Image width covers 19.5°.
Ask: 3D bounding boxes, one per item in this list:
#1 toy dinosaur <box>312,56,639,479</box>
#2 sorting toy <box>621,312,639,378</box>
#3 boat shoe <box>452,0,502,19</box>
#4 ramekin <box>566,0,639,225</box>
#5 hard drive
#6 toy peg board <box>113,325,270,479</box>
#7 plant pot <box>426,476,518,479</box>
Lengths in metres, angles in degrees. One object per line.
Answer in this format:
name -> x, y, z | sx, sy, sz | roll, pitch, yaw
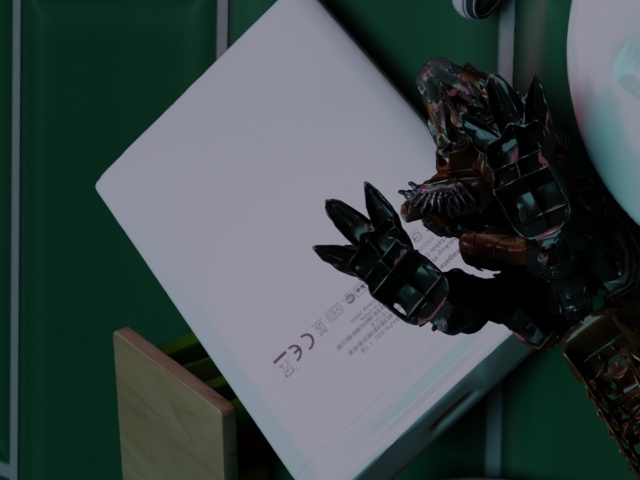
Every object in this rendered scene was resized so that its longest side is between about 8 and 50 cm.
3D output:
toy dinosaur -> 0.140, 0.001, 1.155 | 0.322, 0.218, 0.164 | 40, 100, 37
sorting toy -> 0.227, 0.090, 1.191 | 0.061, 0.042, 0.102 | -32, 56, 30
boat shoe -> 0.135, -0.207, 1.267 | 0.040, 0.049, 0.142 | 49, 125, 35
ramekin -> 0.269, -0.111, 1.047 | 0.277, 0.135, 0.277 | 5, 96, 49
hard drive -> 0.000, 0.000, 1.370 | 0.233, 0.047, 0.353 | -44, 56, 9
toy peg board -> -0.095, 0.163, 1.562 | 0.161, 0.079, 0.160 | 32, 132, 45
plant pot -> 0.075, 0.314, 1.256 | 0.263, 0.263, 0.229 | 1, 112, 50
